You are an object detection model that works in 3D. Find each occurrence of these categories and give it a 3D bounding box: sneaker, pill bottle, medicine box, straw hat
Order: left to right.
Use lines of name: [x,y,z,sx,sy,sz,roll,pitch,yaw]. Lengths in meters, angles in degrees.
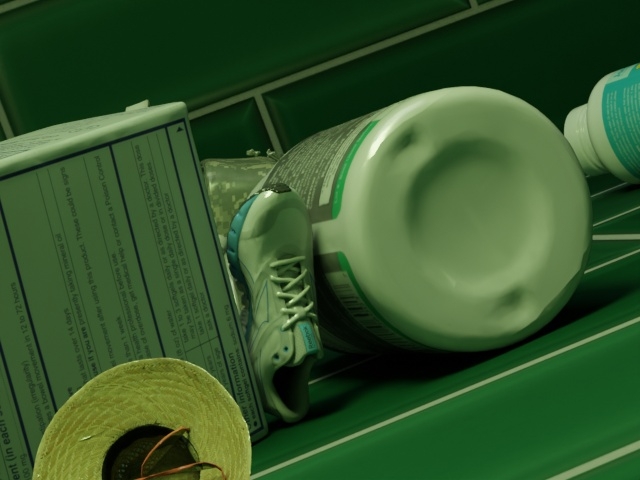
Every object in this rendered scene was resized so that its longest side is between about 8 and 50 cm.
medicine box: [-0.204,0.065,1.200,0.149,0.263,0.289,-6,12,39]
straw hat: [-0.098,0.147,1.026,0.145,0.144,0.061,-20,-36,8]
sneaker: [-0.024,0.051,1.281,0.071,0.190,0.083,-14,27,-31]
pill bottle: [0.058,-0.006,1.419,0.204,0.204,0.361,-22,4,-19]
pill bottle: [0.427,-0.153,2.061,0.264,0.146,0.146,-17,5,44]

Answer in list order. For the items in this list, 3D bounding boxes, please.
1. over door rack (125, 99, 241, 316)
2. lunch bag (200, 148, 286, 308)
over door rack: [-0.206,0.033,1.530,0.240,0.324,0.108,-21,35,3]
lunch bag: [0.000,0.000,1.820,0.256,0.212,0.305,-4,3,-4]
